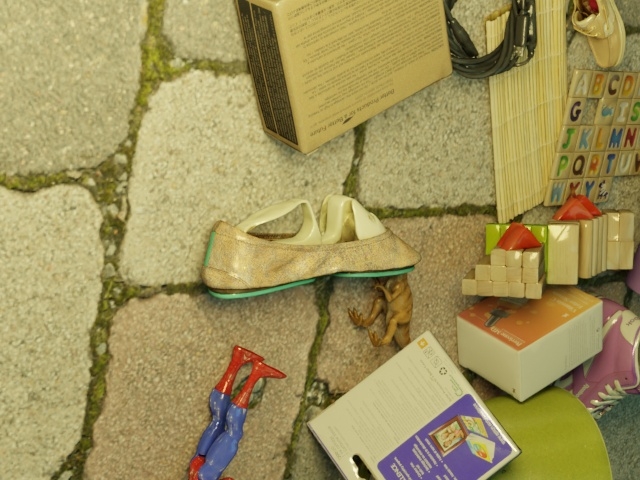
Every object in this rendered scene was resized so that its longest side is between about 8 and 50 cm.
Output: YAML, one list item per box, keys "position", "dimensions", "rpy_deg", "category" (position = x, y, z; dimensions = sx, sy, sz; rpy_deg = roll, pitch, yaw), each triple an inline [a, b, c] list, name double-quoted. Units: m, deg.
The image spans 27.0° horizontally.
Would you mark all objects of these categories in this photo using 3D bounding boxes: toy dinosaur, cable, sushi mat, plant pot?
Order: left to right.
- position: [0.101, 0.102, 1.768]
  dimensions: [0.112, 0.064, 0.211]
  rpy_deg: [-29, 128, -29]
  category: "toy dinosaur"
- position: [0.211, 0.350, 1.875]
  dimensions: [0.294, 0.275, 0.274]
  rpy_deg: [-1, 112, -25]
  category: "plant pot"
- position: [0.202, -0.297, 1.667]
  dimensions: [0.151, 0.047, 0.184]
  rpy_deg: [-10, 105, -24]
  category: "cable"
- position: [0.287, -0.183, 1.820]
  dimensions: [0.151, 0.019, 0.316]
  rpy_deg: [-28, 127, -28]
  category: "sushi mat"

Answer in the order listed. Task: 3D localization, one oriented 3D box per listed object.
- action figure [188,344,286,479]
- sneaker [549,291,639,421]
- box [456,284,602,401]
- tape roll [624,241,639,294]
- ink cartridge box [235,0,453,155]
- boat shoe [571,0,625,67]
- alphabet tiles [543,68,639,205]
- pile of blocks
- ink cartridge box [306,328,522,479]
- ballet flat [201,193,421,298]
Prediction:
- position: [-0.109, 0.285, 1.651]
  dimensions: [0.139, 0.091, 0.280]
  rpy_deg: [30, 90, -33]
  category: "action figure"
- position: [0.435, 0.238, 2.062]
  dimensions: [0.102, 0.161, 0.282]
  rpy_deg: [-8, 117, -40]
  category: "sneaker"
- position: [0.300, 0.132, 1.910]
  dimensions: [0.170, 0.130, 0.091]
  rpy_deg: [-27, 127, -30]
  category: "box"
- position: [0.615, 0.072, 2.053]
  dimensions: [0.275, 0.275, 0.090]
  rpy_deg: [7, 105, -43]
  category: "tape roll"
- position: [0.031, -0.237, 1.519]
  dimensions: [0.235, 0.088, 0.193]
  rpy_deg: [-31, 130, -27]
  category: "ink cartridge box"
- position: [0.367, -0.306, 1.802]
  dimensions: [0.059, 0.063, 0.170]
  rpy_deg: [-30, 118, -24]
  category: "boat shoe"
- position: [0.417, -0.149, 1.941]
  dimensions: [0.237, 0.009, 0.198]
  rpy_deg: [-5, 111, -44]
  category: "alphabet tiles"
- position: [0.319, -0.005, 1.870]
  dimensions: [0.362, 0.149, 0.112]
  rpy_deg: [-11, 104, -49]
  category: "pile of blocks"
- position: [0.122, 0.259, 1.750]
  dimensions: [0.208, 0.206, 0.045]
  rpy_deg: [-38, 159, 4]
  category: "ink cartridge box"
- position: [0.000, 0.000, 1.605]
  dimensions: [0.316, 0.108, 0.106]
  rpy_deg: [-8, 102, -39]
  category: "ballet flat"
